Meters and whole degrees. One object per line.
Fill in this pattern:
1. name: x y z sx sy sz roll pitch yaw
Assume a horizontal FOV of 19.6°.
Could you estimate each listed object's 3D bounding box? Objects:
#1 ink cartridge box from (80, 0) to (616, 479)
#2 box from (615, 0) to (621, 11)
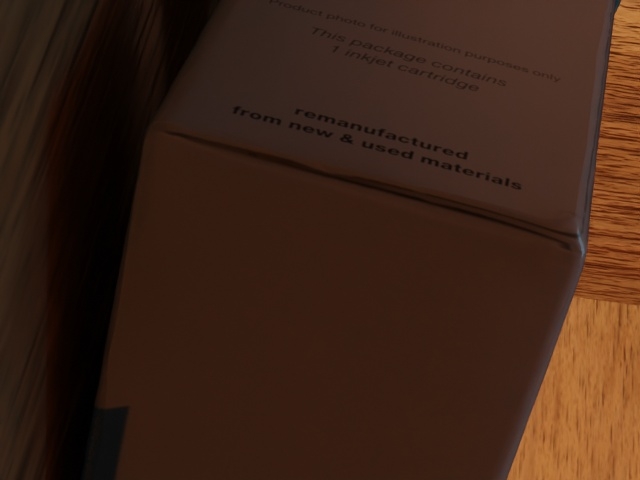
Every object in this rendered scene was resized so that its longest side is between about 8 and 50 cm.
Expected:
1. ink cartridge box: 0.019 -0.011 0.674 0.307 0.129 0.223 -70 175 -55
2. box: 0.047 -0.090 0.918 0.060 0.100 0.244 -63 -170 -20
